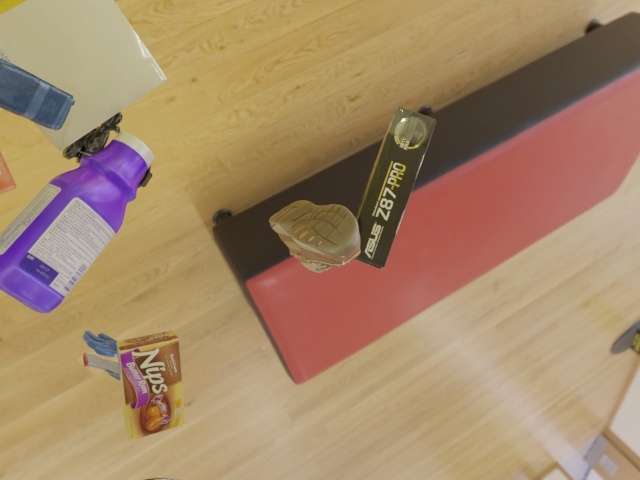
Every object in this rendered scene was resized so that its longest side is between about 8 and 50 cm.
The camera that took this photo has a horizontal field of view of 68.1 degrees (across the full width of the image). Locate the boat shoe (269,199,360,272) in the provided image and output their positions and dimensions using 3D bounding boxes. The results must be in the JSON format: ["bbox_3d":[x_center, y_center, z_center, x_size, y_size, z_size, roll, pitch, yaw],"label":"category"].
[{"bbox_3d":[0.000,0.000,0.942,0.123,0.324,0.116,-30,111,-11],"label":"boat shoe"}]

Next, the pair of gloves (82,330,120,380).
[{"bbox_3d":[-0.427,0.252,1.008,0.159,0.198,0.023,30,88,-30],"label":"pair of gloves"}]

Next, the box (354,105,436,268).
[{"bbox_3d":[0.147,-0.104,1.118,0.097,0.395,0.318,22,92,2],"label":"box"}]

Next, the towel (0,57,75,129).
[{"bbox_3d":[-0.447,-0.220,0.728,0.067,0.029,0.119,-59,150,3],"label":"towel"}]

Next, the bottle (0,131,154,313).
[{"bbox_3d":[-0.354,-0.037,0.693,0.283,0.092,0.118,-61,156,-24],"label":"bottle"}]

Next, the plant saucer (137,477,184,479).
[{"bbox_3d":[-0.295,0.463,0.658,0.310,0.050,0.311,-21,120,-40],"label":"plant saucer"}]

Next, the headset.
[{"bbox_3d":[-0.593,-0.264,1.345,0.243,0.394,0.185,32,86,-12],"label":"headset"}]

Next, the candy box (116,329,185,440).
[{"bbox_3d":[-0.327,0.278,0.919,0.109,0.053,0.187,-7,105,-29],"label":"candy box"}]

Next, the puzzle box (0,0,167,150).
[{"bbox_3d":[-0.528,-0.416,0.902,0.272,0.052,0.409,-41,118,-17],"label":"puzzle box"}]

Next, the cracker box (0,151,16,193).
[{"bbox_3d":[-0.500,-0.067,0.549,0.156,0.232,0.067,-45,133,-49],"label":"cracker box"}]
